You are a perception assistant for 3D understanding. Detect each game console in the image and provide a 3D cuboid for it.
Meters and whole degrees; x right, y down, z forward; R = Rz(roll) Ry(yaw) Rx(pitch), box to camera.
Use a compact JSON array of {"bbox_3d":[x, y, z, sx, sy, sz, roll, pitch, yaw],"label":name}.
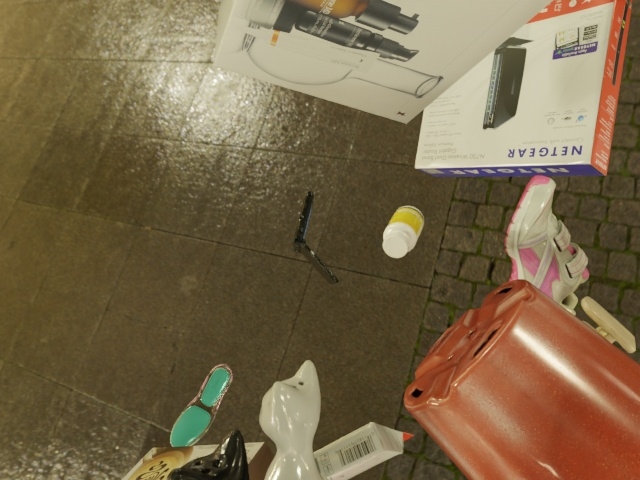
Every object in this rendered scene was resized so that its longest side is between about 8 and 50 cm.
[{"bbox_3d":[0.000,0.000,0.668,0.071,0.122,0.107,15,82,-1],"label":"game console"}]

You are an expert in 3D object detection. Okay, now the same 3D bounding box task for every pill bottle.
[{"bbox_3d":[0.158,-0.015,0.928,0.065,0.065,0.116,5,30,22],"label":"pill bottle"}]

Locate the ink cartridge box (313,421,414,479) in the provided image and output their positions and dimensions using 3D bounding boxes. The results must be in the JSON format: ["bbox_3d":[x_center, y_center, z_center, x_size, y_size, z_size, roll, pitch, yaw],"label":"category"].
[{"bbox_3d":[0.069,0.407,0.875,0.189,0.232,0.066,-32,49,12],"label":"ink cartridge box"}]

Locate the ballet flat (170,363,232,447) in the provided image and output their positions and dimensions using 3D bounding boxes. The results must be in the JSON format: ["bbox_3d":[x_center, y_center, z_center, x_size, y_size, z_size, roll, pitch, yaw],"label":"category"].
[{"bbox_3d":[-0.284,0.405,1.180,0.076,0.079,0.222,30,77,3],"label":"ballet flat"}]

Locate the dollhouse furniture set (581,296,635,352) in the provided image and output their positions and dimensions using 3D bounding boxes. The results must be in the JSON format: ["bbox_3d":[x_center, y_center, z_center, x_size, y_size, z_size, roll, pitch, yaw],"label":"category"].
[{"bbox_3d":[0.450,0.307,1.076,0.256,0.394,0.362,45,124,11],"label":"dollhouse furniture set"}]

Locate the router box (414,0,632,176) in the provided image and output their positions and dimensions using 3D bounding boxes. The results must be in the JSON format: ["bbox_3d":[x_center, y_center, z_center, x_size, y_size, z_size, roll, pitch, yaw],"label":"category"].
[{"bbox_3d":[0.354,-0.272,0.882,0.335,0.082,0.301,7,87,47],"label":"router box"}]

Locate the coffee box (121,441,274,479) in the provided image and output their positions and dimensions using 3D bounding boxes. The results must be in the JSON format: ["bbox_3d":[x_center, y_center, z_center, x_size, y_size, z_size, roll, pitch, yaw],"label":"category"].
[{"bbox_3d":[-0.208,0.427,0.761,0.297,0.168,0.119,-19,103,34],"label":"coffee box"}]

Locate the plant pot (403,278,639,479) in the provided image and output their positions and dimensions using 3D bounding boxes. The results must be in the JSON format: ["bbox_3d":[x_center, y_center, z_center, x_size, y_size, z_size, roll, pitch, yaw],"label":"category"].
[{"bbox_3d":[0.257,0.203,0.539,0.265,0.272,0.272,43,88,7],"label":"plant pot"}]

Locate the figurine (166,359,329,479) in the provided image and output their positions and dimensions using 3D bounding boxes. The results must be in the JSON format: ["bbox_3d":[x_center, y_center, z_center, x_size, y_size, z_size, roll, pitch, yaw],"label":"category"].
[{"bbox_3d":[-0.047,0.232,0.413,0.092,0.215,0.210,0,102,25],"label":"figurine"}]

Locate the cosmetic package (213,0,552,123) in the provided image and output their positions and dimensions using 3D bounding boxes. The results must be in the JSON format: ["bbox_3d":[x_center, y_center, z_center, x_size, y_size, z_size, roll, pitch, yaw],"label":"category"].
[{"bbox_3d":[0.071,-0.276,0.487,0.284,0.377,0.098,8,72,-21],"label":"cosmetic package"}]

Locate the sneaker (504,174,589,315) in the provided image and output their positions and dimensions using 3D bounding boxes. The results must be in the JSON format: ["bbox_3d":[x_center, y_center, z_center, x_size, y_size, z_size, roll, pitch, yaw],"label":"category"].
[{"bbox_3d":[0.347,0.018,0.730,0.111,0.252,0.103,8,38,31],"label":"sneaker"}]
